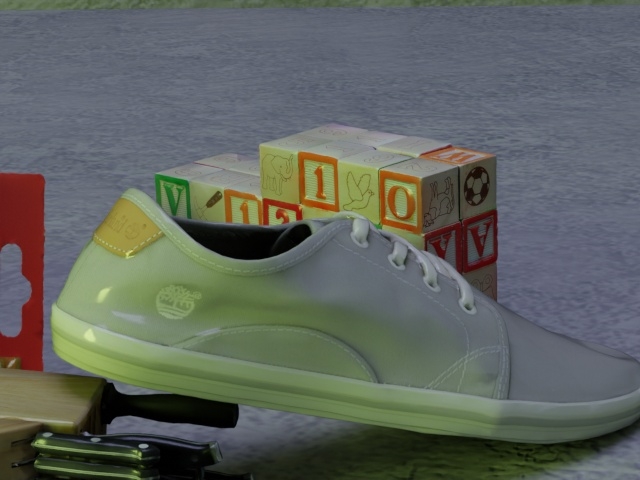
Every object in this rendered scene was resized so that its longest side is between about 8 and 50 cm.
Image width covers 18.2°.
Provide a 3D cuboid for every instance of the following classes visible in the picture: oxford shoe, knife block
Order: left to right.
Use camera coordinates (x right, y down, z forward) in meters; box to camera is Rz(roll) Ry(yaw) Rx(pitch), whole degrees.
[{"bbox_3d":[-0.185,0.134,1.288,0.242,0.088,0.275,-7,17,-38],"label":"knife block"},{"bbox_3d":[0.041,0.051,1.348,0.449,0.130,0.169,11,5,-25],"label":"oxford shoe"}]

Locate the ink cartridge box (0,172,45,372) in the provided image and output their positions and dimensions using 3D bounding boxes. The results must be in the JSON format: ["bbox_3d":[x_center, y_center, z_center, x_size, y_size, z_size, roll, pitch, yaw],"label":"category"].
[{"bbox_3d":[-0.295,0.035,1.420,0.224,0.181,0.056,1,-1,-26],"label":"ink cartridge box"}]

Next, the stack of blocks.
[{"bbox_3d":[0.000,0.000,1.579,0.297,0.171,0.087,13,22,43],"label":"stack of blocks"}]
